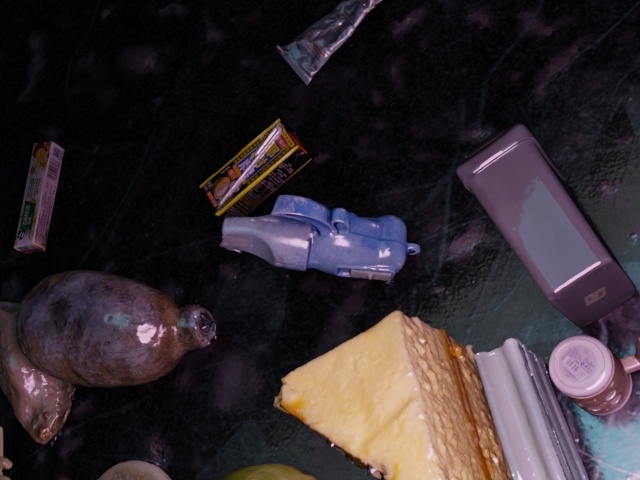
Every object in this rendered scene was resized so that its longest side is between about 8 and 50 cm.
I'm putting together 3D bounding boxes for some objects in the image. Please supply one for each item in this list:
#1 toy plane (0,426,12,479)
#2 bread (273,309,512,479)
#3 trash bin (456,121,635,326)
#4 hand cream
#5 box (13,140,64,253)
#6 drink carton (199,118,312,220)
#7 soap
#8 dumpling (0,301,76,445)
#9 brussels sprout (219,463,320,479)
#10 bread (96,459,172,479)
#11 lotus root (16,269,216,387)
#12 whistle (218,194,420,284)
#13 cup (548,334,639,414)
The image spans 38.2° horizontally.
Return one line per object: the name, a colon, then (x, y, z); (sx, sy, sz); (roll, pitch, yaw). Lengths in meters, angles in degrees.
toy plane: (-0.519, 0.405, 1.422); (0.244, 0.092, 0.229); (11, 74, 33)
bread: (0.101, 0.242, 1.015); (0.198, 0.263, 0.236); (-35, 57, 17)
trash bin: (0.260, -0.026, 1.087); (0.101, 0.177, 0.236); (-36, 60, 13)
hand cream: (0.039, -0.359, 1.437); (0.248, 0.052, 0.075); (-43, 53, 9)
box: (-0.503, -0.078, 1.650); (0.050, 0.041, 0.207); (-7, 67, 25)
drink carton: (-0.100, -0.104, 1.409); (0.166, 0.056, 0.071); (-40, 58, 10)
soap: (0.239, 0.219, 1.030); (0.063, 0.114, 0.198); (-27, 57, 20)
dumpling: (-0.501, 0.175, 1.517); (0.332, 0.086, 0.166); (37, 93, 32)
brussels sprout: (-0.057, 0.382, 1.076); (0.244, 0.244, 0.244); (-12, 64, 27)
bread: (-0.263, 0.371, 1.316); (0.193, 0.036, 0.112); (17, 78, 35)
lotus root: (-0.320, 0.132, 1.377); (0.350, 0.175, 0.175); (1, 70, 30)
whistle: (0.000, 0.000, 1.240); (0.269, 0.180, 0.093); (8, 68, -2)
cup: (0.313, 0.149, 1.023); (0.102, 0.099, 0.074); (-4, 69, 30)
